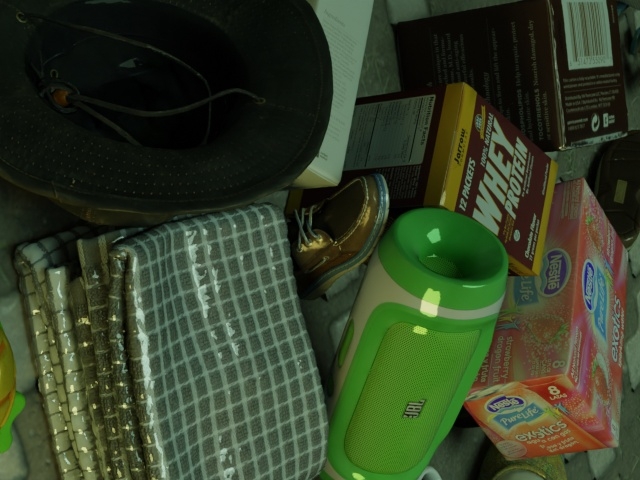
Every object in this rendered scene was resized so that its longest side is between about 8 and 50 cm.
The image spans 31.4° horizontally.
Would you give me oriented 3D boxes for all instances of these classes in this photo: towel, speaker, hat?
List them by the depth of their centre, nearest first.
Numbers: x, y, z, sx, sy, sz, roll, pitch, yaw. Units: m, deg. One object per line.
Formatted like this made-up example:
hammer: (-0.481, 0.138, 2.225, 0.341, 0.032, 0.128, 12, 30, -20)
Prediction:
hat: (-0.146, -0.103, 0.908, 0.331, 0.331, 0.134, -45, 161, -41)
towel: (-0.109, 0.106, 0.971, 0.235, 0.121, 0.284, -18, 101, -50)
speaker: (0.078, 0.117, 1.082, 0.131, 0.131, 0.296, -33, 149, -46)

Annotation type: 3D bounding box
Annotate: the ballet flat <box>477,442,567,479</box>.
ballet flat: (0.228, 0.382, 1.342, 0.123, 0.123, 0.349, 31, 68, -45)

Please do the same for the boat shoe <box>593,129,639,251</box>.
boat shoe: (0.437, -0.059, 1.668, 0.257, 0.095, 0.095, -54, 161, -39)

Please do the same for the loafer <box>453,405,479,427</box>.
loafer: (0.141, 0.169, 1.318, 0.170, 0.062, 0.061, 35, 48, -50)

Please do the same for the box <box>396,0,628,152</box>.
box: (0.223, -0.185, 1.314, 0.168, 0.203, 0.167, -15, 99, -49)

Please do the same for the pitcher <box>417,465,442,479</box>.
pitcher: (0.099, 0.331, 1.221, 0.207, 0.125, 0.178, 17, 54, -59)

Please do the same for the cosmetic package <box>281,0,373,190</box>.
cosmetic package: (-0.027, -0.169, 1.088, 0.085, 0.117, 0.231, 28, 68, -46)

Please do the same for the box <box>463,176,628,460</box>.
box: (0.268, 0.090, 1.356, 0.154, 0.142, 0.300, 51, 39, -34)

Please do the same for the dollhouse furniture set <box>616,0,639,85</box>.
dollhouse furniture set: (0.477, -0.325, 1.714, 0.129, 0.129, 0.184, -41, 148, -42)

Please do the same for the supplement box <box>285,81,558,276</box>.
supplement box: (0.107, -0.053, 1.177, 0.191, 0.194, 0.129, 31, 65, -44)

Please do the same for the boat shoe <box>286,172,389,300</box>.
boat shoe: (0.000, 0.000, 1.071, 0.066, 0.183, 0.066, 9, 50, -28)

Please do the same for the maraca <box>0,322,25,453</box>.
maraca: (-0.266, 0.113, 0.810, 0.127, 0.099, 0.186, -49, 149, -30)
